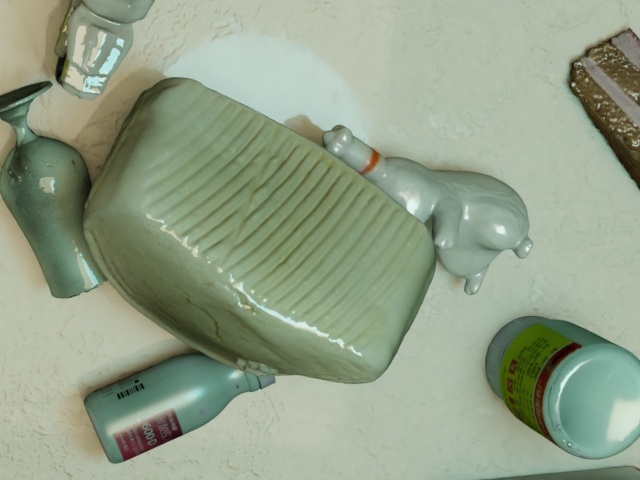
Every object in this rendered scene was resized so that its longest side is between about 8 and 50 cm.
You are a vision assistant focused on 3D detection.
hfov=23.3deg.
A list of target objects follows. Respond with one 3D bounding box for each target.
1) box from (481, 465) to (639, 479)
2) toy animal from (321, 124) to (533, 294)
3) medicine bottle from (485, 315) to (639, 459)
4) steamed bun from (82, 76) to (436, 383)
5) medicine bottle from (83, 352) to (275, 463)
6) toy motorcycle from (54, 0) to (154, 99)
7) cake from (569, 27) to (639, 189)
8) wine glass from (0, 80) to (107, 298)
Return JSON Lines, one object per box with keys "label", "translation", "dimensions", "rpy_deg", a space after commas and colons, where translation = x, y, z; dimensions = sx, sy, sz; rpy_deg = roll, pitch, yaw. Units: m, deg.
{"label": "box", "translation": [0.303, 0.470, 1.878], "dimensions": [0.314, 0.300, 0.312], "rpy_deg": [-3, 99, -14]}
{"label": "toy animal", "translation": [0.110, -0.033, 1.835], "dimensions": [0.282, 0.140, 0.138], "rpy_deg": [13, 64, -23]}
{"label": "medicine bottle", "translation": [0.294, 0.171, 1.871], "dimensions": [0.139, 0.225, 0.139], "rpy_deg": [-2, 99, -14]}
{"label": "steamed bun", "translation": [-0.080, 0.010, 1.740], "dimensions": [0.383, 0.236, 0.247], "rpy_deg": [31, 60, -9]}
{"label": "medicine bottle", "translation": [-0.163, 0.181, 1.823], "dimensions": [0.216, 0.090, 0.090], "rpy_deg": [-23, 103, -11]}
{"label": "toy motorcycle", "translation": [-0.208, -0.317, 1.673], "dimensions": [0.107, 0.223, 0.341], "rpy_deg": [20, 95, -21]}
{"label": "cake", "translation": [0.427, -0.126, 1.947], "dimensions": [0.116, 0.113, 0.295], "rpy_deg": [-39, 94, -12]}
{"label": "wine glass", "translation": [-0.305, -0.055, 1.745], "dimensions": [0.103, 0.103, 0.231], "rpy_deg": [-24, 106, -10]}
